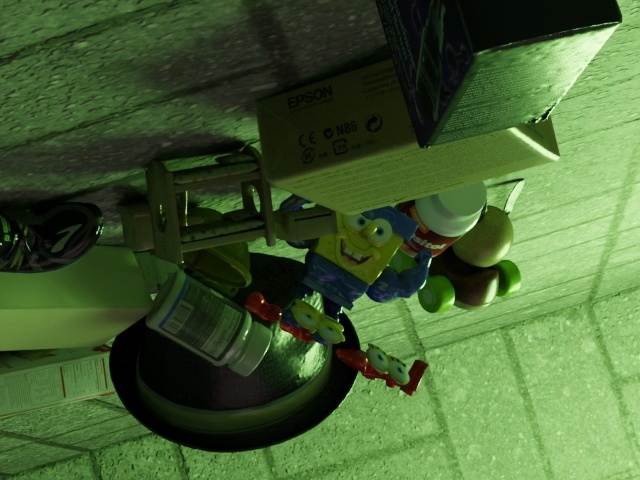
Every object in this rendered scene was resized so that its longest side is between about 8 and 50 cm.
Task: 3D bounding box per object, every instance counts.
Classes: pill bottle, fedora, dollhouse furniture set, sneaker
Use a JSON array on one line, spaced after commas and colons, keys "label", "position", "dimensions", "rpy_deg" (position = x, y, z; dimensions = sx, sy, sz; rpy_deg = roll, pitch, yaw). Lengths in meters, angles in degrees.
[{"label": "pill bottle", "position": [-0.131, 0.101, 1.799], "dimensions": [0.137, 0.078, 0.078], "rpy_deg": [32, 149, -15]}, {"label": "fedora", "position": [-0.107, 0.114, 1.947], "dimensions": [0.334, 0.334, 0.152], "rpy_deg": [-13, 137, -16]}, {"label": "pill bottle", "position": [0.147, -0.037, 1.879], "dimensions": [0.086, 0.086, 0.152], "rpy_deg": [-12, 166, -21]}, {"label": "dollhouse furniture set", "position": [-0.102, -0.050, 1.575], "dimensions": [0.182, 0.101, 0.161], "rpy_deg": [-11, -169, -26]}, {"label": "sneaker", "position": [-0.306, -0.001, 1.500], "dimensions": [0.188, 0.067, 0.078], "rpy_deg": [-9, 172, -18]}]

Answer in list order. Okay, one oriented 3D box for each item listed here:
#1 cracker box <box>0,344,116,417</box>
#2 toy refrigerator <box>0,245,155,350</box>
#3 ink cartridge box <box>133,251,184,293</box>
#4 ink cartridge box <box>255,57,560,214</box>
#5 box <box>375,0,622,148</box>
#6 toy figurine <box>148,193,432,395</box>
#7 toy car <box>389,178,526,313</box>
[{"label": "cracker box", "position": [-0.410, 0.190, 2.094], "dimensions": [0.232, 0.067, 0.155], "rpy_deg": [-10, -172, -26]}, {"label": "toy refrigerator", "position": [-0.320, 0.060, 1.693], "dimensions": [0.102, 0.094, 0.269], "rpy_deg": [-34, 161, 29]}, {"label": "ink cartridge box", "position": [-0.210, 0.040, 1.844], "dimensions": [0.083, 0.048, 0.028], "rpy_deg": [-6, 164, -35]}, {"label": "ink cartridge box", "position": [0.085, -0.104, 1.436], "dimensions": [0.234, 0.088, 0.193], "rpy_deg": [-15, 166, 21]}, {"label": "box", "position": [0.117, -0.175, 1.082], "dimensions": [0.108, 0.153, 0.207], "rpy_deg": [-14, 166, -9]}, {"label": "toy figurine", "position": [0.000, 0.000, 1.775], "dimensions": [0.362, 0.217, 0.191], "rpy_deg": [32, 171, -10]}, {"label": "toy car", "position": [0.208, -0.012, 2.071], "dimensions": [0.155, 0.149, 0.188], "rpy_deg": [-12, 139, -36]}]
